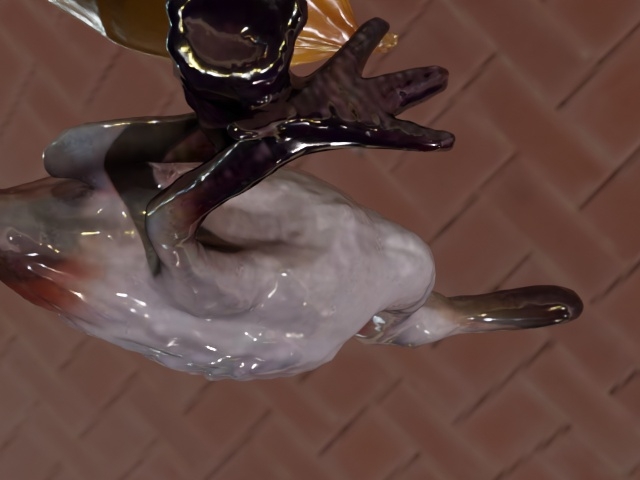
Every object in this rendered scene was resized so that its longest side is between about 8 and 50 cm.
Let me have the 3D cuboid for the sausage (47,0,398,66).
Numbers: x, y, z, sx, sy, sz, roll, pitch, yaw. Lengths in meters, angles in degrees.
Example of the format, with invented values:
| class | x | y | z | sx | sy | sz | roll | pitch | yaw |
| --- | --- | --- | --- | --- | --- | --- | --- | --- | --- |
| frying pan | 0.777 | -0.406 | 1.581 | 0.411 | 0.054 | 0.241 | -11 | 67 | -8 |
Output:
| class | x | y | z | sx | sy | sz | roll | pitch | yaw |
| --- | --- | --- | --- | --- | --- | --- | --- | --- | --- |
| sausage | -0.109 | -0.165 | 0.946 | 0.328 | 0.112 | 0.112 | 33 | 140 | 17 |

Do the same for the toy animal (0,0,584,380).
| class | x | y | z | sx | sy | sz | roll | pitch | yaw |
| --- | --- | --- | --- | --- | --- | --- | --- | --- | --- |
| toy animal | -0.017 | 0.008 | 0.785 | 0.195 | 0.090 | 0.324 | -10 | 157 | 14 |
